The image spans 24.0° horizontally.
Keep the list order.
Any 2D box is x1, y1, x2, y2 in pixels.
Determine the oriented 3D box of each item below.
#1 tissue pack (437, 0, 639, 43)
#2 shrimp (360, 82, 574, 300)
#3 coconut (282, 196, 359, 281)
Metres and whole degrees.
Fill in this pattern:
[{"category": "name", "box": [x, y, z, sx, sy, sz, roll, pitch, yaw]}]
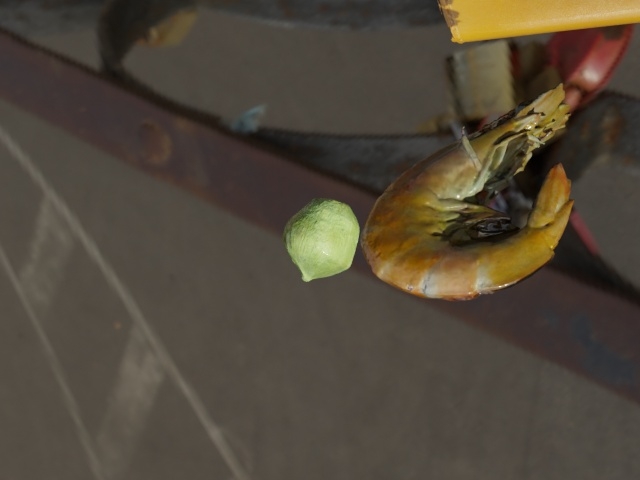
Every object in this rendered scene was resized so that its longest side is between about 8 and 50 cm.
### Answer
[{"category": "tissue pack", "box": [0.255, -0.292, 1.408, 0.274, 0.194, 0.145, -3, 122, 27]}, {"category": "shrimp", "box": [0.133, -0.040, 1.172, 0.150, 0.248, 0.068, 20, 143, 25]}, {"category": "coconut", "box": [0.000, 0.000, 1.658, 0.088, 0.088, 0.096, 16, 79, 40]}]
